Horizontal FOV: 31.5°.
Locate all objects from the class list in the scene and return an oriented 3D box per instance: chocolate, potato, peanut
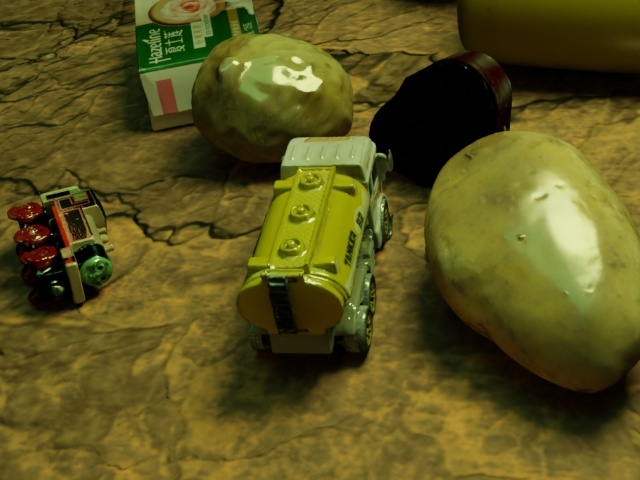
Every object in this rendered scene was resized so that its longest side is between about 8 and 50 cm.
[{"bbox_3d":[0.130,-0.112,1.035,0.125,0.149,0.080,42,48,0],"label":"chocolate"},{"bbox_3d":[0.170,0.012,0.866,0.161,0.128,0.235,-39,48,-12],"label":"potato"},{"bbox_3d":[-0.044,-0.138,1.115,0.159,0.109,0.141,17,70,-2],"label":"peanut"}]

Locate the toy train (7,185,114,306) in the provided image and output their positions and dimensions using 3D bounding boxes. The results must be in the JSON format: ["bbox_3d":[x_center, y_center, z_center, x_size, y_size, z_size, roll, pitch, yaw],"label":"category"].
[{"bbox_3d":[-0.226,0.005,1.007,0.087,0.050,0.138,-15,37,-15],"label":"toy train"}]

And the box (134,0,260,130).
[{"bbox_3d":[-0.132,-0.210,1.257,0.135,0.081,0.199,-11,34,-4],"label":"box"}]

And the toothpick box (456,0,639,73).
[{"bbox_3d":[0.289,-0.255,1.157,0.271,0.175,0.175,11,40,19],"label":"toothpick box"}]

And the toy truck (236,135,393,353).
[{"bbox_3d":[0.000,0.000,0.912,0.098,0.114,0.227,0,37,12],"label":"toy truck"}]
